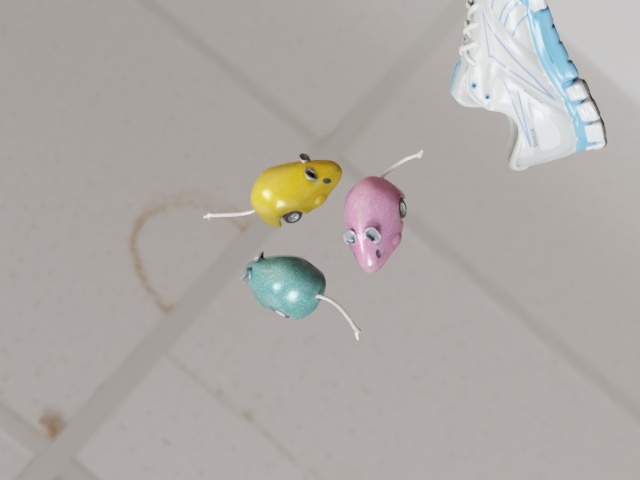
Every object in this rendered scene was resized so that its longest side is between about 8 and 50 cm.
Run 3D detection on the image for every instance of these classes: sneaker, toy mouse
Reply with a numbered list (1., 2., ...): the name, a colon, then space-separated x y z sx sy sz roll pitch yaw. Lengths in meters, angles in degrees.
1. sneaker: 0.115 -0.130 1.179 0.071 0.083 0.190 -87 -29 -77
2. toy mouse: 0.000 0.000 1.145 0.031 0.161 0.143 46 -157 -51
